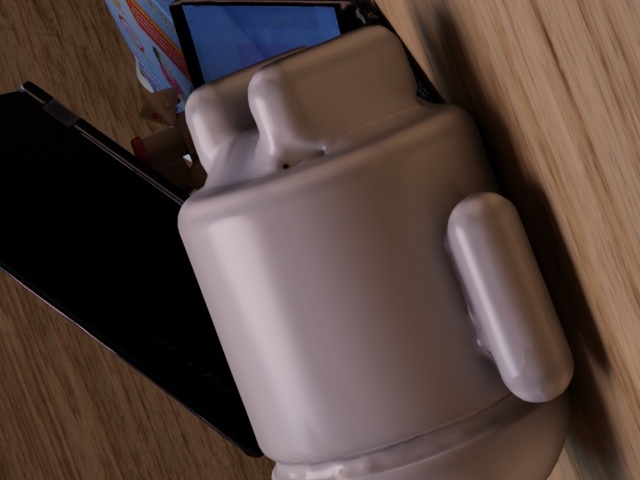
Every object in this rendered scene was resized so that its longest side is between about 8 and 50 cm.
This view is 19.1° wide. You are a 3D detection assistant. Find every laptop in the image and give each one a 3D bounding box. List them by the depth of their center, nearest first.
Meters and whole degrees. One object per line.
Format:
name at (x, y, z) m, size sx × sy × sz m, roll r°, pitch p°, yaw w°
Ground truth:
laptop at (0.009, -0.048, 1.422) m, size 0.264 × 0.137 × 0.234 m, roll -118°, pitch 9°, yaw -49°
laptop at (-0.167, 0.074, 1.535) m, size 0.382 × 0.236 × 0.408 m, roll 36°, pitch 147°, yaw 11°

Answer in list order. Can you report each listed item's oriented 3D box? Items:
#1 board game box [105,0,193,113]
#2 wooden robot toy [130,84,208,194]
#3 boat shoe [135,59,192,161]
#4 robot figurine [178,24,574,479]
board game box at (-0.094, -0.167, 1.698) m, size 0.308 × 0.086 × 0.302 m, roll 48°, pitch 169°, yaw 40°
wooden robot toy at (-0.106, -0.060, 1.592) m, size 0.079 × 0.076 × 0.173 m, roll 59°, pitch 174°, yaw 25°
boat shoe at (-0.153, -0.215, 2.377) m, size 0.340 × 0.127 × 0.113 m, roll -107°, pitch 30°, yaw -59°
robot figurine at (0.037, 0.048, 1.208) m, size 0.300 × 0.200 × 0.353 m, roll -7°, pitch 105°, yaw 57°
